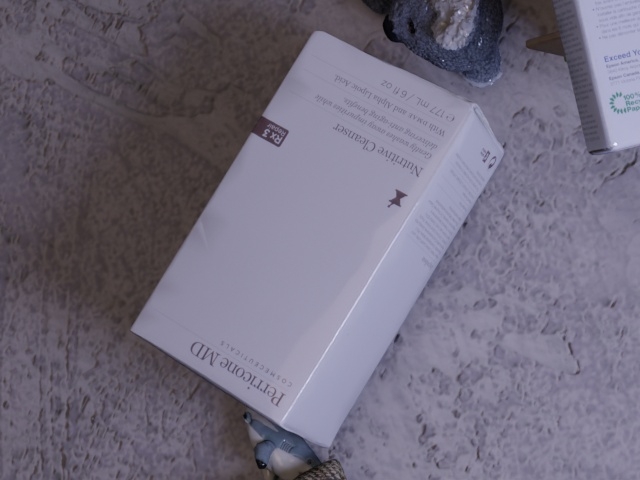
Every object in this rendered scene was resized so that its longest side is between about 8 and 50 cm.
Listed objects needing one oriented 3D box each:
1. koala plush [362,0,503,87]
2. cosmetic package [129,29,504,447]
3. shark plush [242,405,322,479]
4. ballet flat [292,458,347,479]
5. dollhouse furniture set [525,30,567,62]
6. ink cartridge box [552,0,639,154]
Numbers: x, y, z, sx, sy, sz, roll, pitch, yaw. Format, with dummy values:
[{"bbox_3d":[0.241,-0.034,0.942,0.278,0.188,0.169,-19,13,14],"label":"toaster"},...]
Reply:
[{"bbox_3d":[0.129,-0.277,1.943,0.203,0.196,0.221,-22,68,7],"label":"koala plush"},{"bbox_3d":[0.000,0.000,1.937,0.217,0.156,0.385,28,83,24],"label":"cosmetic package"},{"bbox_3d":[-0.048,0.202,2.012,0.067,0.073,0.161,-19,51,-2],"label":"shark plush"},{"bbox_3d":[0.129,0.397,1.839,0.182,0.164,0.483,-44,64,-7],"label":"ballet flat"},{"bbox_3d":[0.295,-0.347,1.859,0.198,0.151,0.301,-11,77,52],"label":"dollhouse furniture set"},{"bbox_3d":[0.367,-0.273,1.705,0.324,0.071,0.330,-13,91,-16],"label":"ink cartridge box"}]
